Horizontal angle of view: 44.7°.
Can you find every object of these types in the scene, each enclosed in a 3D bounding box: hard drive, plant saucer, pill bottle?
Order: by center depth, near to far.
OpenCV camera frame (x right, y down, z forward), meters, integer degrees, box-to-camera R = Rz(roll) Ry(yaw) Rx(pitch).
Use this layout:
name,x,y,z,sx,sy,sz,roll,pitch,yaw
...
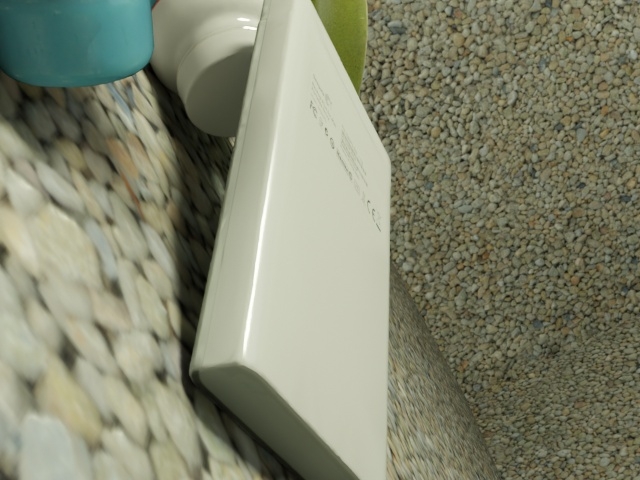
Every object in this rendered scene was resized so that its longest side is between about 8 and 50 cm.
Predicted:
name,x,y,z,sx,sy,sz,roll,pitch,yaw
hard drive,0.000,0.000,0.534,0.203,0.040,0.307,56,30,-44
pill bottle,-0.098,-0.199,0.672,0.221,0.124,0.124,66,7,34
plant saucer,-0.030,-0.187,0.720,0.241,0.037,0.240,17,-71,62

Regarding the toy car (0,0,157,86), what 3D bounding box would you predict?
name,x,y,z,sx,sy,sz,roll,pitch,yaw
toy car,-0.038,-0.207,0.366,0.210,0.238,0.219,-107,-164,-58
